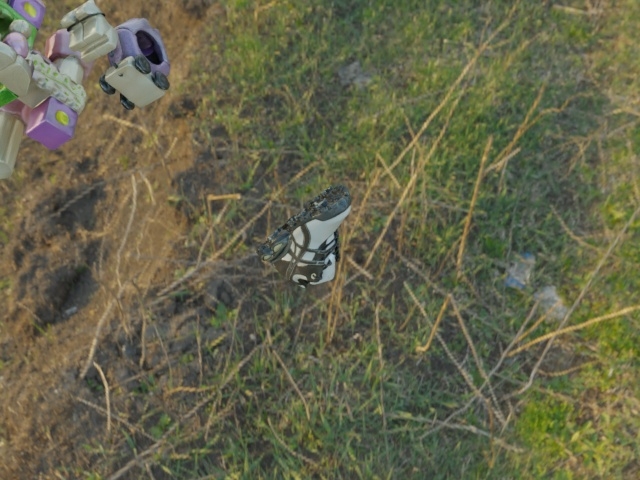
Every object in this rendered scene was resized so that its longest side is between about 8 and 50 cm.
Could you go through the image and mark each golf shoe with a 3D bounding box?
[{"bbox_3d":[0.000,0.000,0.886,0.094,0.198,0.077,49,59,-3],"label":"golf shoe"}]

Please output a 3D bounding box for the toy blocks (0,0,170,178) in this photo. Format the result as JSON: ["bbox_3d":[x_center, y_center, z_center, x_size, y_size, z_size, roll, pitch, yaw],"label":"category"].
[{"bbox_3d":[-0.372,-0.284,0.868,0.309,0.288,0.260,-21,51,26],"label":"toy blocks"}]
